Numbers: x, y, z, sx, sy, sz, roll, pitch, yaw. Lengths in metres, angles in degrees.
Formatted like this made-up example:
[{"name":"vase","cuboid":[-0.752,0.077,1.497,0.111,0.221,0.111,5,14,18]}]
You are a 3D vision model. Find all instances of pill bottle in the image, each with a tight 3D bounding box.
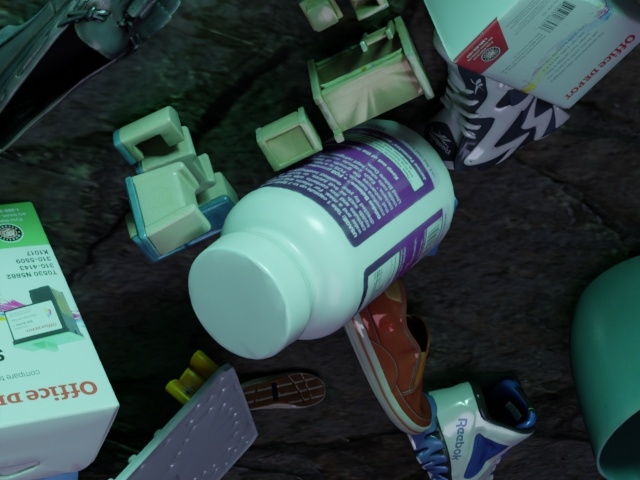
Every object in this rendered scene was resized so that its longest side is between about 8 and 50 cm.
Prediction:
[{"name":"pill bottle","cuboid":[0.000,0.000,1.626,0.301,0.169,0.169,-37,165,-47]}]

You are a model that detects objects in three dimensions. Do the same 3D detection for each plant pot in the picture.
[{"name":"plant pot","cuboid":[0.473,0.158,2.115,0.293,0.235,0.293,-12,145,-8]}]

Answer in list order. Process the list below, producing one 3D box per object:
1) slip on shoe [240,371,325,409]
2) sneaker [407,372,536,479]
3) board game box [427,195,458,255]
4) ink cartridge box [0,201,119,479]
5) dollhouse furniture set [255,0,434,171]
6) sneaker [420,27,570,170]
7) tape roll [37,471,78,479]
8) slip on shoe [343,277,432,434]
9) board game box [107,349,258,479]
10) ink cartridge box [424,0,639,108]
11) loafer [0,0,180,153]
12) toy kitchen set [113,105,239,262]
[{"name":"slip on shoe","cuboid":[-0.059,0.206,2.109,0.135,0.051,0.041,-7,-176,-29]},{"name":"sneaker","cuboid":[0.239,0.297,2.291,0.182,0.127,0.315,-21,144,7]},{"name":"board game box","cuboid":[0.093,-0.054,1.788,0.133,0.033,0.168,29,143,8]},{"name":"ink cartridge box","cuboid":[-0.355,0.107,1.603,0.201,0.278,0.117,-7,145,-34]},{"name":"dollhouse furniture set","cuboid":[-0.004,-0.192,1.576,0.182,0.101,0.161,-25,120,9]},{"name":"sneaker","cuboid":[0.155,-0.142,1.681,0.153,0.094,0.235,-42,150,16]},{"name":"tape roll","cuboid":[-0.369,0.280,1.935,0.080,0.189,0.189,2,140,-28]},{"name":"slip on shoe","cuboid":[0.102,0.149,2.039,0.101,0.123,0.331,-26,138,0]},{"name":"board game box","cuboid":[-0.241,0.332,1.950,0.390,0.050,0.390,-47,165,-13]},{"name":"ink cartridge box","cuboid":[0.213,-0.235,1.552,0.176,0.127,0.128,17,131,-39]},{"name":"loafer","cuboid":[-0.221,-0.184,1.452,0.302,0.095,0.109,-34,143,20]},{"name":"toy kitchen set","cuboid":[-0.162,-0.016,1.646,0.122,0.166,0.207,-24,145,8]}]
